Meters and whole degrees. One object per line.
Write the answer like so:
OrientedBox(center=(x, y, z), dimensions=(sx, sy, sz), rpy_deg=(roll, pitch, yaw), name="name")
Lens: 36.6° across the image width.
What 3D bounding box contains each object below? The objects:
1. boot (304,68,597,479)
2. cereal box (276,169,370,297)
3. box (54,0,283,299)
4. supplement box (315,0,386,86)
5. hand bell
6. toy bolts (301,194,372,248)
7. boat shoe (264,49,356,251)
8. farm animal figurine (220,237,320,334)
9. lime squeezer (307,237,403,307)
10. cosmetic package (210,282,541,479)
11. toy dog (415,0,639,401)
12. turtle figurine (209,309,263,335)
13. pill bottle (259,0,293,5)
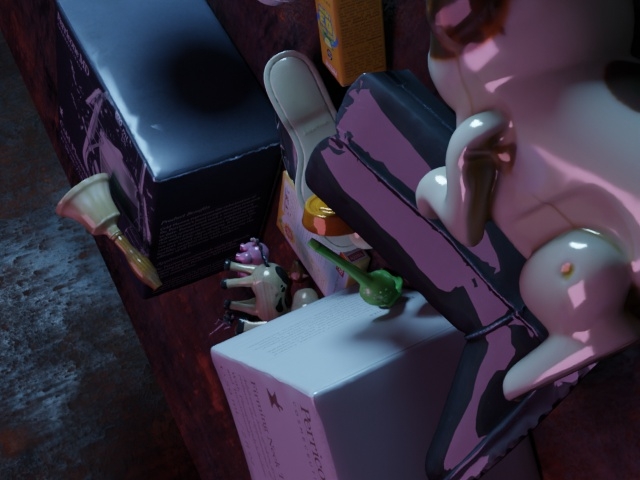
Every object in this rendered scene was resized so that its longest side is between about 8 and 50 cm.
OrientedBox(center=(0.130, 0.054, 1.230), dimensions=(0.445, 0.146, 0.367), rpy_deg=(45, 113, 17), name="boot")
OrientedBox(center=(0.000, 0.000, 1.800), dimensions=(0.240, 0.047, 0.173), rpy_deg=(55, 154, 26), name="cereal box")
OrientedBox(center=(-0.329, -0.216, 2.020), dimensions=(0.480, 0.297, 0.472), rpy_deg=(58, 153, 21), name="box")
OrientedBox(center=(0.038, -0.335, 1.356), dimensions=(0.233, 0.080, 0.078), rpy_deg=(78, 165, -45), name="supplement box")
OrientedBox(center=(-0.389, 0.001, 1.874), dimensions=(0.242, 0.126, 0.126), rpy_deg=(50, 154, 7), name="hand bell")
OrientedBox(center=(0.069, -0.020, 1.463), dimensions=(0.228, 0.218, 0.159), rpy_deg=(-123, 24, -57), name="toy bolts")
OrientedBox(center=(-0.003, -0.150, 1.609), dimensions=(0.113, 0.127, 0.340), rpy_deg=(-83, -32, -78), name="boat shoe")
OrientedBox(center=(-0.069, 0.163, 1.806), dimensions=(0.330, 0.172, 0.327), rpy_deg=(7, -92, -80), name="farm animal figurine")
OrientedBox(center=(0.078, 0.065, 1.507), dimensions=(0.110, 0.059, 0.310), rpy_deg=(25, -179, 25), name="lime squeezer")
OrientedBox(center=(0.078, 0.283, 1.529), dimensions=(0.393, 0.327, 0.329), rpy_deg=(6, 115, 63), name="cosmetic package")
OrientedBox(center=(0.240, -0.106, 0.921), dimensions=(0.408, 0.284, 0.395), rpy_deg=(63, 156, 16), name="toy dog")
OrientedBox(center=(-0.154, 0.219, 2.230), dimensions=(0.234, 0.118, 0.175), rpy_deg=(-5, 121, 50), name="turtle figurine")
OrientedBox(center=(-0.043, -0.432, 1.435), dimensions=(0.117, 0.117, 0.215), rpy_deg=(67, 156, 4), name="pill bottle")
